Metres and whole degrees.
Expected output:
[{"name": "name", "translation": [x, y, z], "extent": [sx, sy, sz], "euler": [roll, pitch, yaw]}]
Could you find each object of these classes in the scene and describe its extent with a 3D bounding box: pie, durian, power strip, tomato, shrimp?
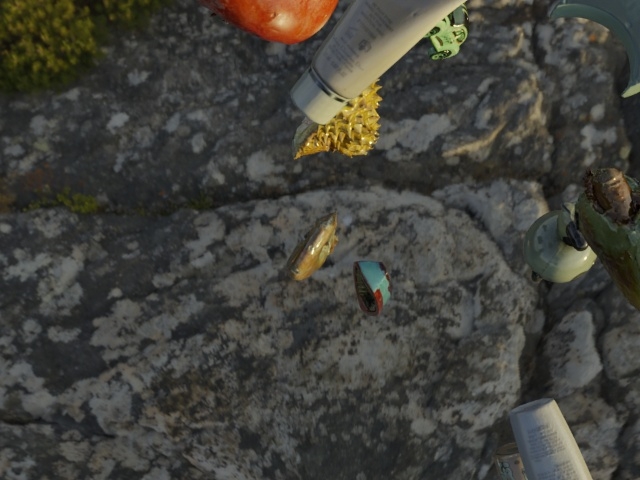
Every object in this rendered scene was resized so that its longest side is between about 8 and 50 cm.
[{"name": "pie", "translation": [0.549, 0.010, 1.284], "extent": [0.106, 0.257, 0.274], "euler": [-23, 69, 1]}, {"name": "durian", "translation": [0.067, -0.299, 1.654], "extent": [0.185, 0.195, 0.305], "euler": [42, 39, 3]}, {"name": "power strip", "translation": [0.538, -0.393, 1.290], "extent": [0.168, 0.054, 0.253], "euler": [-33, 75, 3]}, {"name": "tomato", "translation": [-0.060, -0.314, 0.799], "extent": [0.187, 0.151, 0.187], "euler": [20, 25, -10]}, {"name": "shrimp", "translation": [0.000, 0.000, 1.576], "extent": [0.077, 0.317, 0.168], "euler": [37, 106, 1]}]

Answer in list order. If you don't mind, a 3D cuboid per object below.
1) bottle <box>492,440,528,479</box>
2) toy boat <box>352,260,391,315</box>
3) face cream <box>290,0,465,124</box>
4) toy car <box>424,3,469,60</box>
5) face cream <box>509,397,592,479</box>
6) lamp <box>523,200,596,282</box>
[{"name": "bottle", "translation": [0.395, 0.470, 1.362], "extent": [0.099, 0.099, 0.152], "euler": [-16, 85, -5]}, {"name": "toy boat", "translation": [0.132, 0.123, 1.812], "extent": [0.079, 0.392, 0.136], "euler": [-28, 75, -3]}, {"name": "face cream", "translation": [0.075, -0.306, 1.058], "extent": [0.143, 0.314, 0.089], "euler": [51, 31, 9]}, {"name": "toy car", "translation": [0.303, -0.559, 1.778], "extent": [0.125, 0.306, 0.136], "euler": [-11, 82, 16]}, {"name": "face cream", "translation": [0.334, 0.327, 1.003], "extent": [0.084, 0.057, 0.198], "euler": [-21, 84, 14]}, {"name": "lamp", "translation": [0.612, 0.000, 1.774], "extent": [0.198, 0.244, 0.197], "euler": [3, 64, -7]}]
